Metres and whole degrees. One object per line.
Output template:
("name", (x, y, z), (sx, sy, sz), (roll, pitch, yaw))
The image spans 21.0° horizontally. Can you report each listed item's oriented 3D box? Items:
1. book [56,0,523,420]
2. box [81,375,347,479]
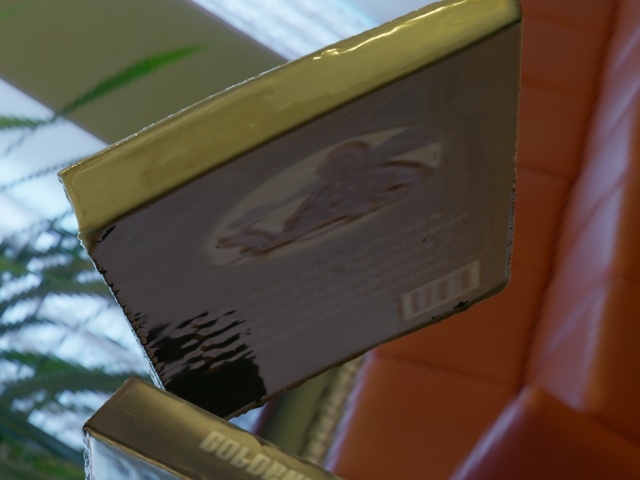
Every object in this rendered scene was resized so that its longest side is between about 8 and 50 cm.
("book", (0.000, 0.000, 1.040), (0.260, 0.043, 0.371), (-25, -24, -7))
("box", (-0.029, 0.221, 0.847), (0.047, 0.180, 0.325), (-48, -26, -40))
